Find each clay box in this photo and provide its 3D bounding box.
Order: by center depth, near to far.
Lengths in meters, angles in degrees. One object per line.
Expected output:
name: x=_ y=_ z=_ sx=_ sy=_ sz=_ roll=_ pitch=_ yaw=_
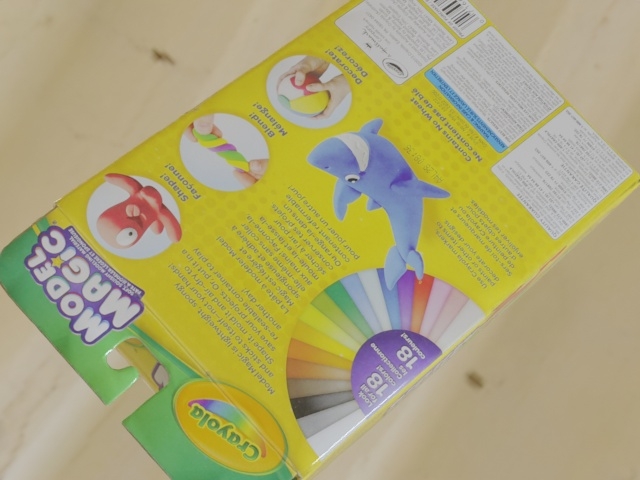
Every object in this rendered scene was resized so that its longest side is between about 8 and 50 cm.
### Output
clay box: x=0.000 y=0.000 z=0.589 sx=0.127 sy=0.222 sz=0.053 roll=48 pitch=-28 yaw=9
